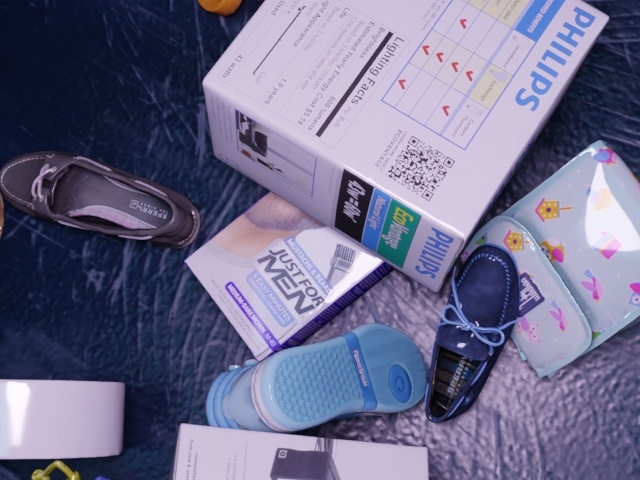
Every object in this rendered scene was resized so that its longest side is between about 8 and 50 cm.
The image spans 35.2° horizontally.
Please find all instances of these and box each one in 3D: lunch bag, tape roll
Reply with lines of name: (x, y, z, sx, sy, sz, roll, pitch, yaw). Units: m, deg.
lunch bag: (0.336, 0.029, 1.343, 0.262, 0.160, 0.223, -36, 80, 16)
tape roll: (-0.407, 0.239, 1.368, 0.286, 0.286, 0.100, -1, 80, 9)

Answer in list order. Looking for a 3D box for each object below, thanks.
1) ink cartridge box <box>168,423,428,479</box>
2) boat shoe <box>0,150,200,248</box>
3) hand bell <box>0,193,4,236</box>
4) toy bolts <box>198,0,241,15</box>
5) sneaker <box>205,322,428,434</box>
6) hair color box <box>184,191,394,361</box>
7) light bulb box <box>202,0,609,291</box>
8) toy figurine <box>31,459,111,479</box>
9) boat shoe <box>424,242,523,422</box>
ink cartridge box: (-0.038, 0.337, 1.265, 0.307, 0.223, 0.129, 8, 58, -8)
boat shoe: (-0.341, -0.070, 1.501, 0.335, 0.095, 0.112, 15, 84, 12)
hand bell: (-0.615, -0.040, 1.517, 0.241, 0.126, 0.126, 10, 83, 6)
toy bolts: (-0.081, -0.457, 1.528, 0.218, 0.158, 0.229, -14, 88, 48)
sneaker: (-0.017, 0.197, 1.355, 0.208, 0.319, 0.127, -24, 72, 41)
hair color box: (0.000, 0.000, 1.428, 0.338, 0.110, 0.185, -39, 76, 0)
light bulb box: (0.101, -0.192, 1.282, 0.361, 0.225, 0.358, 32, 74, 9)
toy figurine: (-0.332, 0.369, 1.363, 0.191, 0.217, 0.362, 41, 118, -6)
boat shoe: (0.201, 0.133, 1.325, 0.109, 0.089, 0.258, 17, 114, 23)
